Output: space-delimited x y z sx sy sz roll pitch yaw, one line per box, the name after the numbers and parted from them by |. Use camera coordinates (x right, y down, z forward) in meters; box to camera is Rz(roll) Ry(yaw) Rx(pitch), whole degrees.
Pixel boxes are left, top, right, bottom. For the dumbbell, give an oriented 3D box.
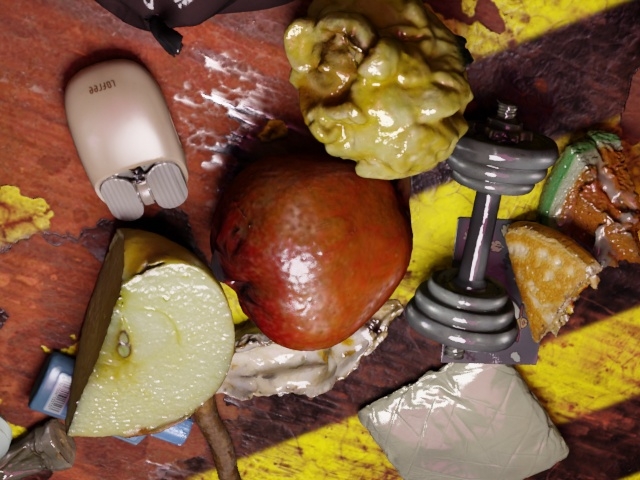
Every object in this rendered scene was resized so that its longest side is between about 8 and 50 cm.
0.238 -0.009 1.668 0.179 0.179 0.406 5 109 -11 | dumbbell

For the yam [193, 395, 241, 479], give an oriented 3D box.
-0.173 0.341 1.877 0.045 0.045 0.327 11 126 36 | yam

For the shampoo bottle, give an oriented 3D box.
-0.332 0.268 1.804 0.258 0.061 0.104 24 105 -19 | shampoo bottle

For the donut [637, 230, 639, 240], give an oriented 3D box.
0.486 -0.003 1.808 0.083 0.038 0.067 -30 120 12 | donut

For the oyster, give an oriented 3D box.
-0.030 0.159 1.772 0.341 0.110 0.166 -35 110 12 | oyster

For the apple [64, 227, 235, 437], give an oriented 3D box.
-0.267 0.144 1.667 0.179 0.254 0.346 -15 135 -53 | apple

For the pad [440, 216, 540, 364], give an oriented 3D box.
0.286 0.085 1.809 0.170 0.006 0.246 3 104 -9 | pad

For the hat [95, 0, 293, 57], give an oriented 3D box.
-0.152 -0.365 1.430 0.336 0.209 0.238 -1 114 -10 | hat

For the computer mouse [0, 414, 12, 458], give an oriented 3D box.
-0.616 0.346 1.760 0.288 0.097 0.159 -34 131 14 | computer mouse

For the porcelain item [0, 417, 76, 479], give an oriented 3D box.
-0.513 0.367 1.831 0.215 0.069 0.081 -24 123 9 | porcelain item

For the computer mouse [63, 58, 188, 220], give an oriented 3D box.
-0.276 -0.142 1.595 0.145 0.082 0.237 -16 117 -1 | computer mouse

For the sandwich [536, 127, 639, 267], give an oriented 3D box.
0.423 -0.057 1.705 0.109 0.160 0.185 -12 128 -24 | sandwich

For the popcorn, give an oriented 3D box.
0.075 -0.219 1.523 0.286 0.252 0.215 57 143 9 | popcorn

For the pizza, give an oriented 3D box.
0.359 0.071 1.739 0.062 0.188 0.199 -16 125 -30 | pizza

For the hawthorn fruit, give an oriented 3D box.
-0.012 0.011 1.618 0.311 0.295 0.295 0 119 -35 | hawthorn fruit

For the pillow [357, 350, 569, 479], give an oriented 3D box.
0.247 0.324 1.916 0.280 0.076 0.274 -31 109 9 | pillow
